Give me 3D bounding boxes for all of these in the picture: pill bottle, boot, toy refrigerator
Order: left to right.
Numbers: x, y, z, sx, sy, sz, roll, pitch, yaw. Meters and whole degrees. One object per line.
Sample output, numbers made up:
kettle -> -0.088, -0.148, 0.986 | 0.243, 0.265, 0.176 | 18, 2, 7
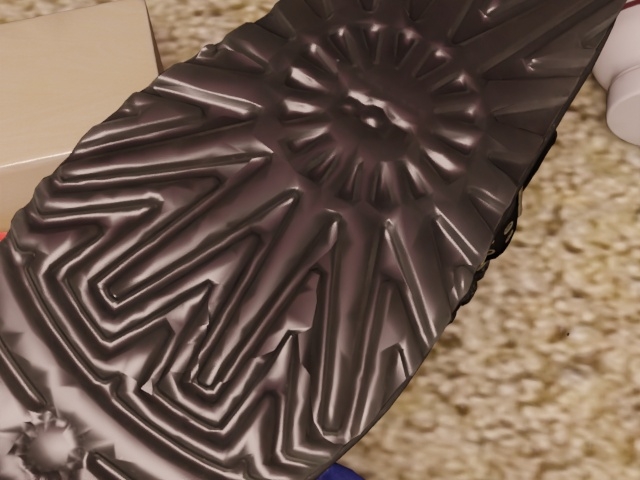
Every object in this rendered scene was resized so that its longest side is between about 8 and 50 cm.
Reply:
toy refrigerator -> -0.215, -0.042, 0.616 | 0.270, 0.094, 0.102 | -13, 58, -4
boot -> 0.004, 0.002, 0.491 | 0.131, 0.260, 0.348 | 40, 69, 8
pill bottle -> 0.199, -0.134, 0.644 | 0.086, 0.086, 0.152 | 6, 65, 5

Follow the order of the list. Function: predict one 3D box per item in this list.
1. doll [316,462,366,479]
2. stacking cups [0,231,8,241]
doll -> -0.032, 0.128, 0.549 | 0.189, 0.046, 0.129 | 37, 70, 18
stacking cups -> -0.182, 0.144, 0.521 | 0.096, 0.096, 0.316 | 3, 64, 4
